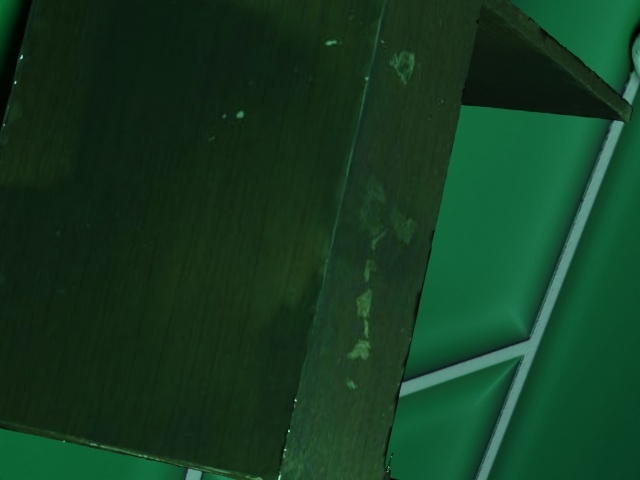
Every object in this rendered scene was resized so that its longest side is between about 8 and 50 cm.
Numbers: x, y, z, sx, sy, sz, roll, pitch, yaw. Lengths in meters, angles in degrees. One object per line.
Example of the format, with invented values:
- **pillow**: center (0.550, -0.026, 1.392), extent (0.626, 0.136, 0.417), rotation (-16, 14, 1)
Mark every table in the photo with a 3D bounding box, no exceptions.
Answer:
- **table**: center (0.000, 0.000, 0.849), extent (0.282, 0.196, 0.250), rotation (22, 77, -57)

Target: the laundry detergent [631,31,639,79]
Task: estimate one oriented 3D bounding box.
- **laundry detergent**: center (0.365, -0.207, 1.209), extent (0.335, 0.088, 0.159), rotation (-37, 139, -16)
